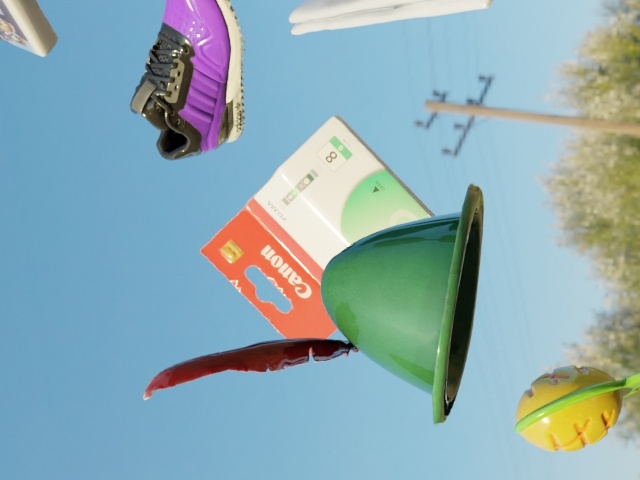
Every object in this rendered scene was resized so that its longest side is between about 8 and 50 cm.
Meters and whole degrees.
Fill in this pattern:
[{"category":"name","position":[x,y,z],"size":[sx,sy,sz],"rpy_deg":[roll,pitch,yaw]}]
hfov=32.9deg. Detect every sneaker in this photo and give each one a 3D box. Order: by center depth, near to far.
[{"category":"sneaker","position":[-0.184,-0.217,1.422],"size":[0.146,0.102,0.293],"rpy_deg":[-30,-39,-24]}]

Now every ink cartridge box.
[{"category":"ink cartridge box","position":[0.000,0.000,1.201],"size":[0.225,0.181,0.056],"rpy_deg":[-44,2,8]}]

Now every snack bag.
[{"category":"snack bag","position":[0.157,-0.340,1.138],"size":[0.342,0.323,0.037],"rpy_deg":[-49,-62,-23]}]

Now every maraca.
[{"category":"maraca","position":[0.319,0.198,1.314],"size":[0.127,0.186,0.099],"rpy_deg":[120,132,-62]}]

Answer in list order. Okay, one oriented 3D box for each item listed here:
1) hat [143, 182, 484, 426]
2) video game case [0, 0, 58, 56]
[{"category":"hat","position":[0.011,0.033,0.764],"size":[0.208,0.184,0.172],"rpy_deg":[15,-97,-77]},{"category":"video game case","position":[-0.284,-0.219,0.724],"size":[0.023,0.183,0.201],"rpy_deg":[-58,-23,-20]}]
